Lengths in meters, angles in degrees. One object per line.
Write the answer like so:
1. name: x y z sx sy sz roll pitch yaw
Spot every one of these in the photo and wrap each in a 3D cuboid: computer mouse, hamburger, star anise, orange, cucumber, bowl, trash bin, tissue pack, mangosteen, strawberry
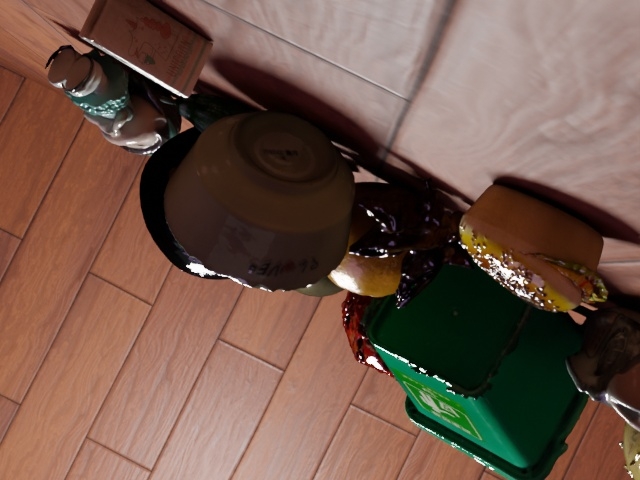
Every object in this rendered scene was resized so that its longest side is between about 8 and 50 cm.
1. computer mouse: 0.412 0.146 1.134 0.199 0.115 0.389 32 -165 3
2. hamburger: 0.186 0.012 0.811 0.141 0.081 0.126 27 178 4
3. star anise: 0.111 0.005 1.029 0.212 0.157 0.054 25 -142 -30
4. orange: 0.064 -0.001 1.136 0.158 0.136 0.159 5 -169 -1
5. cucumber: -0.078 -0.128 1.127 0.250 0.056 0.056 26 178 2
6. bowl: -0.052 -0.061 0.990 0.211 0.112 0.211 13 -135 -13
7. trash bin: 0.245 0.144 1.320 0.259 0.295 0.381 26 168 31
8. tissue pack: -0.145 -0.169 0.786 0.108 0.056 0.023 29 175 -42
9. mangosteen: -0.118 -0.050 1.258 0.243 0.243 0.243 26 178 1
10. strawberry: 0.167 0.114 1.630 0.274 0.221 0.274 6 -166 -2

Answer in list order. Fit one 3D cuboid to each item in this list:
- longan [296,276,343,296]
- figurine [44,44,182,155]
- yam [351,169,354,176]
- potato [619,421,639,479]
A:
1. longan: 0.000 0.000 1.595 0.198 0.198 0.212 26 -146 29
2. figurine: -0.300 -0.205 1.358 0.138 0.110 0.245 28 174 27
3. yam: 0.023 -0.081 1.206 0.043 0.043 0.094 26 177 8
4. potato: 0.512 0.238 1.230 0.116 0.239 0.299 62 175 -11
